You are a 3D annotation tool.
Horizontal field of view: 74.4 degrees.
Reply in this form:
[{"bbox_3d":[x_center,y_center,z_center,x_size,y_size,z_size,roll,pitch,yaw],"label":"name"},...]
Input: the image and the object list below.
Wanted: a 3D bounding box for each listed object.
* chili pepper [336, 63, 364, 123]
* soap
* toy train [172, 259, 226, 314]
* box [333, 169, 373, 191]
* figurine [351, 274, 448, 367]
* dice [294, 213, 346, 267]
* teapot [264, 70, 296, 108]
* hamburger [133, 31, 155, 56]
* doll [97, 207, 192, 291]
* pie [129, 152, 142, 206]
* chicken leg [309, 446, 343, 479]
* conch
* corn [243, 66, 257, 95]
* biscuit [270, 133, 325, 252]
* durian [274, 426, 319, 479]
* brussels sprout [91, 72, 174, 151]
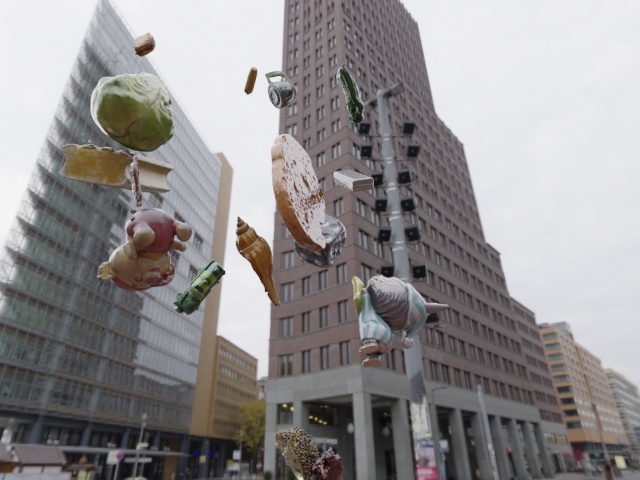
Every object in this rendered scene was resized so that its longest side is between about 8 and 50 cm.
[{"bbox_3d":[0.112,-0.539,1.546,0.061,0.098,0.224,-25,-57,-6],"label":"chili pepper"},{"bbox_3d":[-0.804,-0.285,1.701,0.294,0.155,0.335,11,2,6],"label":"soap"},{"bbox_3d":[-0.376,0.146,1.329,0.083,0.200,0.132,41,-27,-14],"label":"toy train"},{"bbox_3d":[0.146,-0.274,1.912,0.104,0.244,0.055,-11,-70,-17],"label":"box"},{"bbox_3d":[0.330,0.295,1.702,0.378,0.361,0.266,-11,-47,9],"label":"figurine"},{"bbox_3d":[0.000,0.000,1.874,0.183,0.181,0.183,22,-34,20],"label":"dice"},{"bbox_3d":[-0.137,-0.550,1.525,0.091,0.092,0.124,-31,-56,-27],"label":"teapot"},{"bbox_3d":[-0.615,-0.682,1.473,0.084,0.076,0.044,-13,-26,15],"label":"hamburger"},{"bbox_3d":[-0.473,0.039,1.149,0.196,0.152,0.255,21,-60,-29],"label":"doll"},{"bbox_3d":[-0.617,-0.191,1.406,0.033,0.088,0.190,-6,-62,-21],"label":"pie"},{"bbox_3d":[0.009,0.632,1.053,0.090,0.218,0.048,9,-8,-8],"label":"chicken leg"},{"bbox_3d":[-0.183,0.068,1.331,0.330,0.093,0.109,61,-19,-18],"label":"conch"},{"bbox_3d":[-0.197,-0.446,1.187,0.027,0.028,0.083,35,-50,11],"label":"corn"},{"bbox_3d":[-0.078,-0.180,1.492,0.079,0.455,0.349,-16,-49,15],"label":"biscuit"},{"bbox_3d":[-0.055,0.567,1.132,0.091,0.148,0.188,-28,-26,-33],"label":"durian"},{"bbox_3d":[-0.677,-0.475,1.529,0.274,0.316,0.243,0,-16,-27],"label":"brussels sprout"}]
